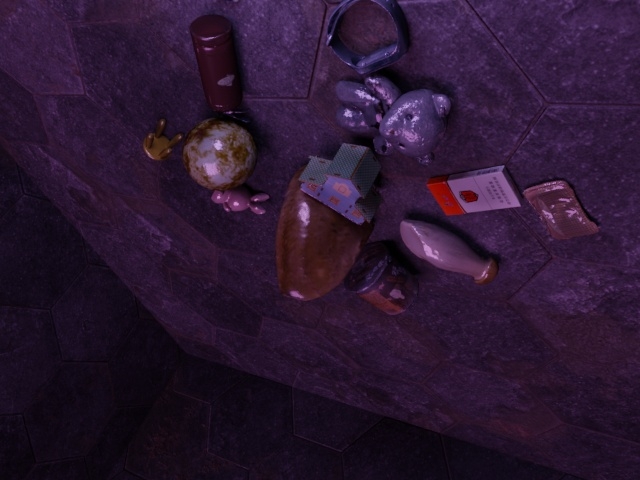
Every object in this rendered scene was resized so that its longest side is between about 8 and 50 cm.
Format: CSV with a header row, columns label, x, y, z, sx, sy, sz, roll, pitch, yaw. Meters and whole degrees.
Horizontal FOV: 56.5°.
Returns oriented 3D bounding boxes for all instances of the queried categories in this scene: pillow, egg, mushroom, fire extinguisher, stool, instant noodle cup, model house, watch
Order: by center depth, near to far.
label,x,y,z,sx,sy,sz,roll,pitch,yaw
watch,0.106,-0.502,1.433,0.206,0.068,0.193,-9,129,42
pillow,0.653,-0.080,1.625,0.211,0.034,0.135,46,147,-22
fire extinguisher,-0.285,-0.481,1.741,0.135,0.114,0.337,9,146,7
model house,0.086,-0.193,1.784,0.271,0.178,0.206,34,155,-1
mushroom,0.409,0.035,1.914,0.350,0.128,0.128,28,149,-5
mushroom,-0.023,-0.017,1.928,0.224,0.397,0.314,3,137,34
egg,-0.335,-0.285,1.954,0.238,0.238,0.289,50,167,-30
instant noodle cup,0.228,0.147,2.152,0.207,0.217,0.217,39,148,-26
stool,-0.576,-0.358,2.161,0.135,0.134,0.110,-6,164,-36

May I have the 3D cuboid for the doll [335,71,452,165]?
label,x,y,z,sx,sy,sz,roll,pitch,yaw
doll,0.168,-0.313,1.565,0.340,0.158,0.246,19,136,22

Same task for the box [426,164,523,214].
label,x,y,z,sx,sy,sz,roll,pitch,yaw
box,0.440,-0.140,1.712,0.245,0.035,0.139,-6,135,43

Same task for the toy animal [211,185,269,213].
label,x,y,z,sx,sy,sz,roll,pitch,yaw
toy animal,-0.303,-0.152,2.241,0.212,0.124,0.124,26,149,-6
